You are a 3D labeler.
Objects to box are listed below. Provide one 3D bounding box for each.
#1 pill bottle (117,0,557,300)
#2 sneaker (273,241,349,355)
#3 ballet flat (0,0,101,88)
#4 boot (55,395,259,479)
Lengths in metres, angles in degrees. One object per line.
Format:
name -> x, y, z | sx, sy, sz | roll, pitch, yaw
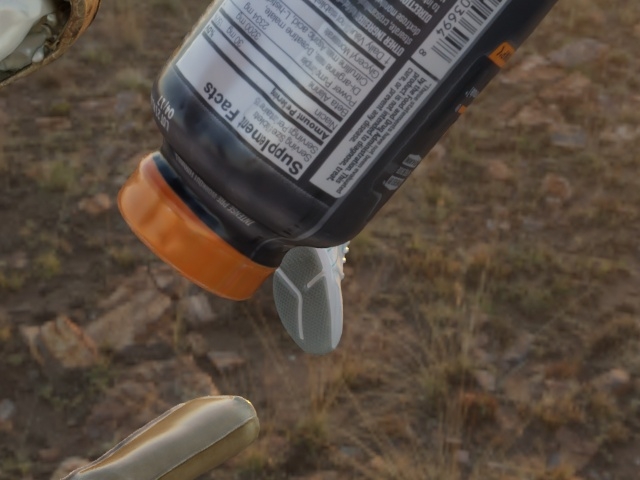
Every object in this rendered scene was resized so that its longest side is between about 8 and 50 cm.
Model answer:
pill bottle -> 0.005, -0.087, 0.553 | 0.130, 0.245, 0.130 | 38, 13, -10
sneaker -> 0.000, 0.000, 0.753 | 0.061, 0.152, 0.054 | 0, -12, -45
ballet flat -> -0.183, -0.070, 0.462 | 0.206, 0.073, 0.067 | -32, 25, -2
boot -> -0.223, 0.245, 1.123 | 0.236, 0.089, 0.269 | -9, 11, 33
